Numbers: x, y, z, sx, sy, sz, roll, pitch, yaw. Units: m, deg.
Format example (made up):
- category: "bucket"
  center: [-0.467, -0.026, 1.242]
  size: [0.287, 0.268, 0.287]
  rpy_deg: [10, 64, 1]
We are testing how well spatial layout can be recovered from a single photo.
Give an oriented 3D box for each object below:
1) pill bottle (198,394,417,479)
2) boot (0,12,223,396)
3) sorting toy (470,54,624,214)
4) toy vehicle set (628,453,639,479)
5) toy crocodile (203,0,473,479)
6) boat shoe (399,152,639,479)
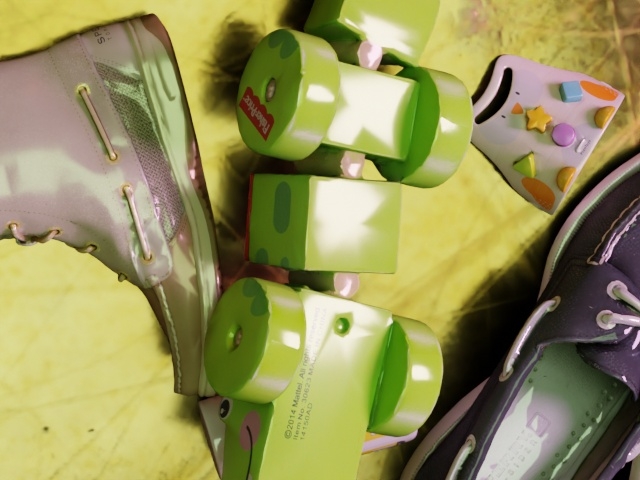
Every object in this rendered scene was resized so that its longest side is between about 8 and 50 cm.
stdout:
- category: "pill bottle"
  center: [-0.008, 0.099, 1.012]
  size: [0.116, 0.065, 0.065]
  rpy_deg: [-16, 101, -8]
- category: "boot"
  center: [-0.142, -0.005, 0.966]
  size: [0.165, 0.077, 0.213]
  rpy_deg: [-13, 96, -9]
- category: "sorting toy"
  center: [0.125, -0.069, 1.029]
  size: [0.075, 0.045, 0.083]
  rpy_deg: [31, 92, 6]
- category: "toy vehicle set"
  center: [0.242, 0.269, 1.042]
  size: [0.035, 0.166, 0.267]
  rpy_deg: [0, 101, -51]
- category: "toy crocodile"
  center: [0.000, 0.000, 0.945]
  size: [0.115, 0.105, 0.340]
  rpy_deg: [10, 86, -31]
- category: "boat shoe"
  center: [0.161, 0.075, 1.026]
  size: [0.114, 0.091, 0.302]
  rpy_deg: [31, 92, -14]
